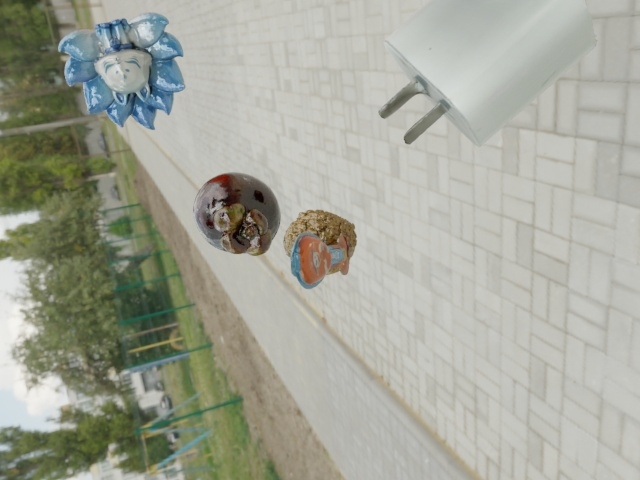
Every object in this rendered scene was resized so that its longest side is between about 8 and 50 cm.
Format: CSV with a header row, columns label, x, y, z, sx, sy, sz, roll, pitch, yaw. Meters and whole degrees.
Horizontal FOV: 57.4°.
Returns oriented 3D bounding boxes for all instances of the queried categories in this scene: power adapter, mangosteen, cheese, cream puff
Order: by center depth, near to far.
label,x,y,z,sx,sy,sz,roll,pitch,yaw
power adapter,0.191,-0.232,0.765,0.124,0.255,0.187,31,-160,-54
mangosteen,-0.117,-0.032,0.846,0.140,0.140,0.139,168,90,-72
cheese,0.005,0.034,1.138,0.037,0.256,0.106,-4,91,28
cream puff,0.000,0.000,1.296,0.115,0.165,0.150,77,175,-74

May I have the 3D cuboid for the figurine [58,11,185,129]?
label,x,y,z,sx,sy,sz,roll,pitch,yaw
figurine,-0.179,-0.153,0.551,0.079,0.115,0.114,-137,38,-64
